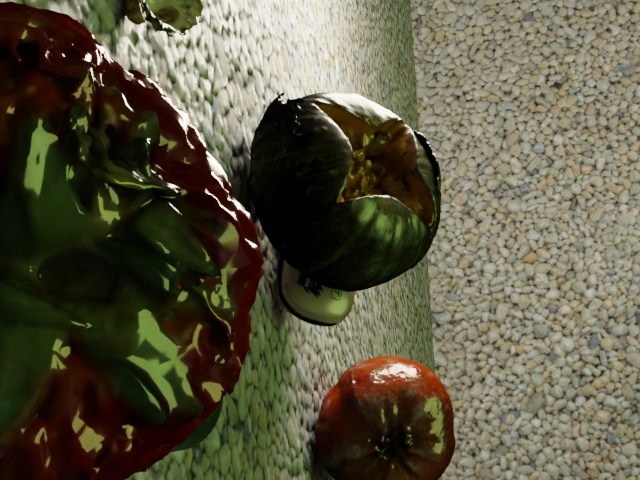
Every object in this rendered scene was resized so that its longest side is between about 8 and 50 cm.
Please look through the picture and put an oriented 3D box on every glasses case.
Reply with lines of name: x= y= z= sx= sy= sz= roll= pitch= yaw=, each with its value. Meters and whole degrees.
glasses case: x=0.000 y=0.000 z=1.621 sx=0.075 sy=0.122 sz=0.314 roll=-48 pitch=-153 yaw=44

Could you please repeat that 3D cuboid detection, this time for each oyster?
oyster: x=-0.186 y=-0.275 z=1.150 sx=0.103 sy=0.051 sz=0.148 roll=62 pitch=18 yaw=-11

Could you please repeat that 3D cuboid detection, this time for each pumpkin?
pumpkin: x=0.037 y=-0.072 z=1.495 sx=0.320 sy=0.192 sz=0.320 roll=26 pitch=46 yaw=-29

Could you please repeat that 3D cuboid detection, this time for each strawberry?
strawberry: x=-0.178 y=0.011 z=0.668 sx=0.351 sy=0.267 sz=0.311 roll=128 pitch=-49 yaw=-79

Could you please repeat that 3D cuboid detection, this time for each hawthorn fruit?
hawthorn fruit: x=0.103 y=0.302 z=1.710 sx=0.271 sy=0.242 sz=0.241 roll=-109 pitch=-171 yaw=-79

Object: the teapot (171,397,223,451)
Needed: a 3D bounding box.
teapot: x=-0.160 y=0.123 z=0.951 sx=0.108 sy=0.111 sz=0.149 roll=17 pitch=72 yaw=-60
